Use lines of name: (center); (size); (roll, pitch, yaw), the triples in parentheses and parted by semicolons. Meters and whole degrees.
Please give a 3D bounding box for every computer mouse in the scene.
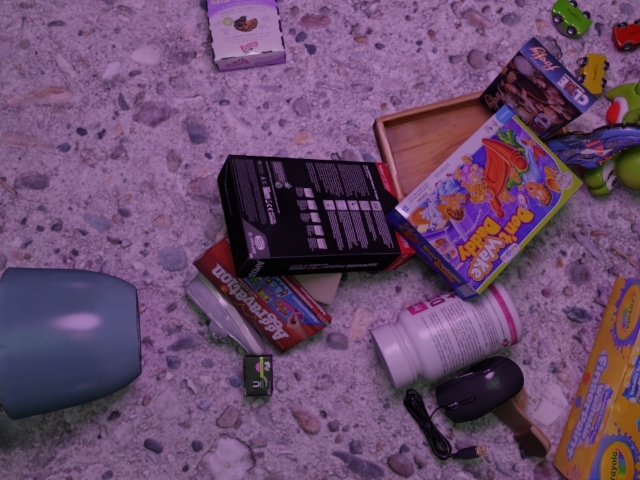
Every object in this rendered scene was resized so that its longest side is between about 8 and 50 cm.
computer mouse: (0.315, 0.364, 1.183); (0.262, 0.060, 0.184); (-29, 86, 21)

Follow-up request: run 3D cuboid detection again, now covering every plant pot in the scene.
plant pot: (-0.481, 0.190, 1.130); (0.235, 0.293, 0.292); (-3, 83, -15)

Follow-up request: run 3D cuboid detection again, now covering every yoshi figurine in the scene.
yoshi figurine: (0.732, -0.245, 1.245); (0.204, 0.203, 0.362); (33, 87, -4)

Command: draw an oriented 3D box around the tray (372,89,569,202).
tray: (0.345, -0.224, 1.292); (0.411, 0.076, 0.202); (-15, 84, -2)

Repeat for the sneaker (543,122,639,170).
sneaker: (0.584, -0.193, 1.189); (0.221, 0.083, 0.087); (-5, 106, 38)

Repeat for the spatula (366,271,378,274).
spatula: (0.000, 0.000, 1.279); (0.297, 0.030, 0.084); (27, 82, 2)

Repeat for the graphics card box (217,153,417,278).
graphics card box: (-0.006, -0.050, 1.150); (0.371, 0.094, 0.232); (-2, 63, -29)

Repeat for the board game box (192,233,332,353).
board game box: (-0.120, 0.107, 1.190); (0.145, 0.027, 0.281); (-35, 107, 25)

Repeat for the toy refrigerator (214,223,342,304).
toy refrigerator: (-0.086, 0.038, 1.221); (0.270, 0.102, 0.094); (17, 119, 1)

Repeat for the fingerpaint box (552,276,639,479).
fingerpaint box: (0.750, 0.342, 1.176); (0.371, 0.163, 0.444); (18, 90, 1)

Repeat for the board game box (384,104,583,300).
board game box: (0.337, -0.082, 1.166); (0.347, 0.078, 0.233); (-43, 86, -17)

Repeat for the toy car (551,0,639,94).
toy car: (0.630, -0.477, 1.335); (0.225, 0.053, 0.239); (45, 84, 4)

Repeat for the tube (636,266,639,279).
tube: (0.746, 0.088, 1.276); (0.070, 0.062, 0.240); (10, 88, 44)

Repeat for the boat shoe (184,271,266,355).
boat shoe: (-0.211, 0.171, 1.238); (0.081, 0.079, 0.227); (-41, 80, 2)

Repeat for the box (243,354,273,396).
box: (-0.135, 0.292, 1.233); (0.062, 0.052, 0.083); (-2, 85, -2)

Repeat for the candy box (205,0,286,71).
candy box: (-0.174, -0.503, 1.313); (0.165, 0.070, 0.196); (-8, 83, -2)

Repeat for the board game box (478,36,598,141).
board game box: (0.424, -0.284, 1.141); (0.042, 0.243, 0.165); (-44, 86, -6)

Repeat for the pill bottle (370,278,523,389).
pill bottle: (0.260, 0.196, 1.198); (0.283, 0.160, 0.160); (-23, 85, -4)

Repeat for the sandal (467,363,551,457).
sandal: (0.419, 0.350, 1.237); (0.079, 0.088, 0.240); (-34, 83, -37)

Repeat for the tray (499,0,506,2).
tray: (0.351, -0.689, 1.365); (0.271, 0.030, 0.145); (24, 85, 2)
